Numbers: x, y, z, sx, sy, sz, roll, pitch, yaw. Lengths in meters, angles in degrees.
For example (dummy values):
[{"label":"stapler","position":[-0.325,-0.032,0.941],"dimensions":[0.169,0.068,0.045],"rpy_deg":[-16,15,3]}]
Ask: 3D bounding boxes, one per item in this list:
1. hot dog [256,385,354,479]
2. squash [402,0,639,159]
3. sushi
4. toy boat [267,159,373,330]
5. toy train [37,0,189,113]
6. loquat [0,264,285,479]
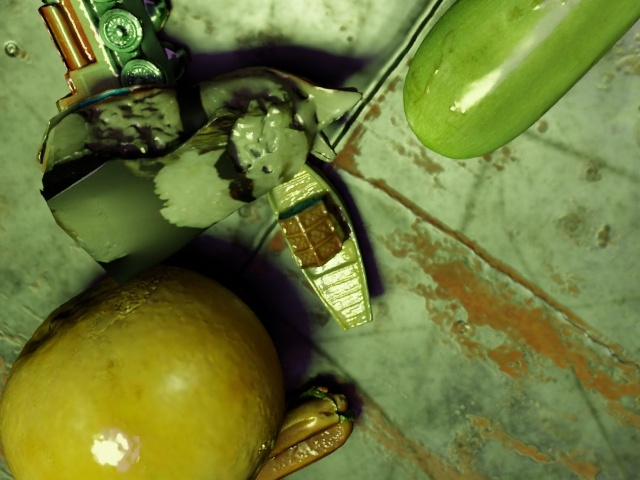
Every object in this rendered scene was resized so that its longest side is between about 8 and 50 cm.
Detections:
[{"label":"hot dog","position":[-0.046,0.199,1.364],"dimensions":[0.188,0.055,0.072],"rpy_deg":[-29,136,26]},{"label":"squash","position":[0.206,-0.207,1.110],"dimensions":[0.118,0.118,0.370],"rpy_deg":[42,113,-8]},{"label":"sushi","position":[-0.105,-0.093,1.188],"dimensions":[0.273,0.109,0.134],"rpy_deg":[-30,141,-3]},{"label":"toy boat","position":[0.000,0.000,1.266],"dimensions":[0.065,0.066,0.172],"rpy_deg":[-21,108,16]},{"label":"toy train","position":[-0.193,-0.179,1.224],"dimensions":[0.118,0.074,0.176],"rpy_deg":[-16,111,21]},{"label":"loquat","position":[-0.159,0.148,1.251],"dimensions":[0.263,0.263,0.263],"rpy_deg":[4,114,9]}]
